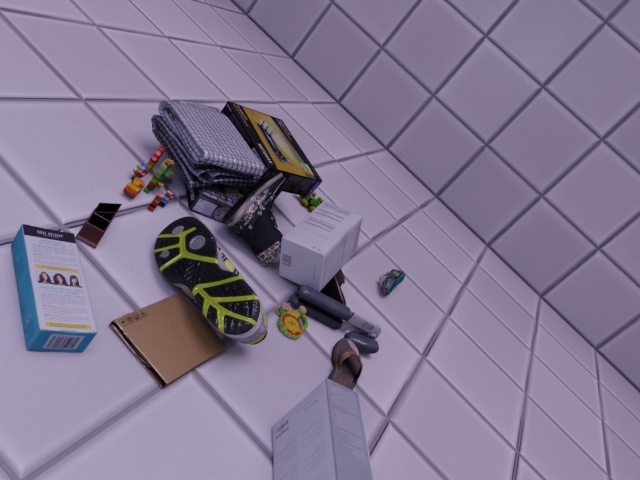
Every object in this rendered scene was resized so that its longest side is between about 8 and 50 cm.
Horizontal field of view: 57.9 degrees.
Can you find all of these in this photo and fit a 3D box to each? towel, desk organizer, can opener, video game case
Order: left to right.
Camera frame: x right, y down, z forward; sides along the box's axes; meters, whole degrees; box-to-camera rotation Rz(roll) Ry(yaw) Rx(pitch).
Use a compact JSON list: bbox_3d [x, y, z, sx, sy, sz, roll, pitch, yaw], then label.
[{"bbox_3d":[-0.481,-0.044,1.262,0.047,0.050,0.130,33,26,-19],"label":"desk organizer"},{"bbox_3d":[-0.318,-0.261,1.634,0.235,0.121,0.283,3,42,-51],"label":"towel"},{"bbox_3d":[-0.382,-0.417,2.049,0.183,0.023,0.201,50,25,17],"label":"video game case"},{"bbox_3d":[0.050,0.221,1.574,0.283,0.076,0.095,30,27,-22],"label":"can opener"}]

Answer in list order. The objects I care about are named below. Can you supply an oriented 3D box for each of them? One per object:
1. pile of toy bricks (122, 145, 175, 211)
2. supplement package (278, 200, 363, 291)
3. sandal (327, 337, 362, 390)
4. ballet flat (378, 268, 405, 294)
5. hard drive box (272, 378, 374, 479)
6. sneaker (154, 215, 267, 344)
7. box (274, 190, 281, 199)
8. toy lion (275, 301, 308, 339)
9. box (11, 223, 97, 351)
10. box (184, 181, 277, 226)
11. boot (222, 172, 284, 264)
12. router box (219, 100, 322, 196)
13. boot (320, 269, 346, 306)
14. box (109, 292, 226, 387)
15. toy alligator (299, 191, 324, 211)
[{"bbox_3d":[-0.417,-0.172,1.498,0.118,0.105,0.212,36,25,-13],"label":"pile of toy bricks"},{"bbox_3d":[0.004,0.012,1.651,0.134,0.139,0.244,23,38,20],"label":"supplement package"},{"bbox_3d":[0.068,0.317,1.461,0.090,0.060,0.219,40,25,-3],"label":"sandal"},{"bbox_3d":[0.236,0.142,2.006,0.070,0.070,0.188,47,23,11],"label":"ballet flat"},{"bbox_3d":[-0.002,0.407,1.070,0.089,0.181,0.232,32,27,-24],"label":"hard drive box"},{"bbox_3d":[-0.253,0.097,1.310,0.384,0.145,0.147,50,-12,34],"label":"sneaker"},{"bbox_3d":[-0.210,-0.238,1.903,0.207,0.108,0.153,36,26,-13],"label":"box"},{"bbox_3d":[-0.070,0.209,1.477,0.100,0.034,0.096,17,42,-44],"label":"toy lion"},{"bbox_3d":[-0.483,0.083,1.041,0.100,0.060,0.244,15,36,-45],"label":"box"},{"bbox_3d":[-0.268,-0.131,1.705,0.270,0.060,0.216,22,31,-36],"label":"box"},{"bbox_3d":[-0.147,-0.064,1.625,0.178,0.085,0.236,53,54,-18],"label":"boot"},{"bbox_3d":[-0.162,-0.286,1.825,0.243,0.081,0.309,7,43,-50],"label":"router box"},{"bbox_3d":[0.047,0.129,1.712,0.106,0.082,0.219,14,34,-41],"label":"boot"},{"bbox_3d":[-0.301,0.195,1.170,0.164,0.021,0.201,46,25,10],"label":"box"},{"bbox_3d":[-0.050,-0.154,2.073,0.190,0.056,0.051,41,-17,0],"label":"toy alligator"}]
